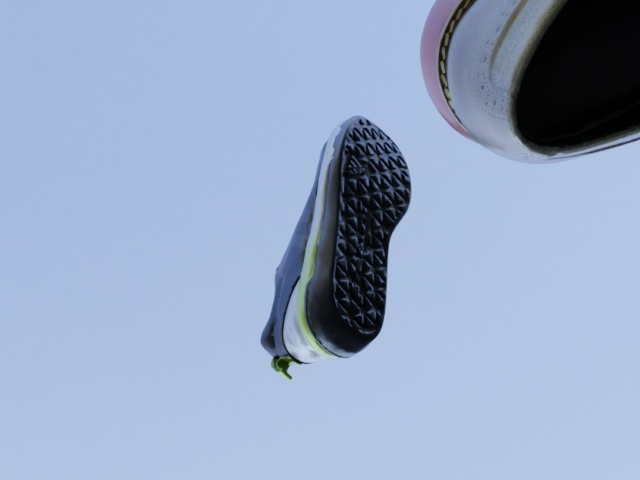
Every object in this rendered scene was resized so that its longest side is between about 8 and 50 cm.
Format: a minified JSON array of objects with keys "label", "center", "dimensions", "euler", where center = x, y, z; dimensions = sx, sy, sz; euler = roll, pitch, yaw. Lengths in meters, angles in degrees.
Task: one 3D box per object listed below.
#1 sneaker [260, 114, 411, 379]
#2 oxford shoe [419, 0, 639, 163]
[{"label":"sneaker","center":[0.000,0.000,1.015],"dimensions":[0.084,0.097,0.235],"euler":[42,-138,-26]},{"label":"oxford shoe","center":[0.206,-0.134,0.536],"dimensions":[0.348,0.130,0.123],"euler":[-37,-72,7]}]
